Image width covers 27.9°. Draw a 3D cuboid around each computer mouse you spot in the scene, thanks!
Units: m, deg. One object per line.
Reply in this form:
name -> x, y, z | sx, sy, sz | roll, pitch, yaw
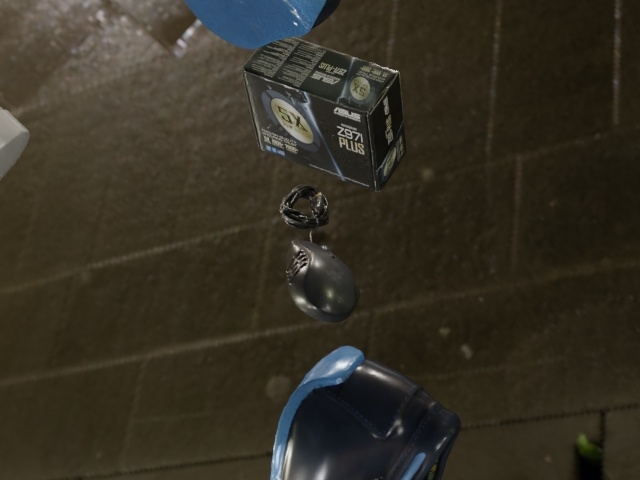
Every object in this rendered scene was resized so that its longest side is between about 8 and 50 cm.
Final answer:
computer mouse -> 0.000, 0.000, 1.225 | 0.242, 0.071, 0.041 | -101, 35, -60

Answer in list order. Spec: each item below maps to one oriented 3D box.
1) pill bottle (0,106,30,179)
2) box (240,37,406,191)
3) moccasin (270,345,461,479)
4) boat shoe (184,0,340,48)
pill bottle -> -0.492, -0.169, 1.503 | 0.161, 0.283, 0.161 | -49, 1, 1
box -> 0.006, -0.157, 1.573 | 0.180, 0.147, 0.077 | 22, 58, 22
moccasin -> 0.027, 0.233, 0.869 | 0.117, 0.342, 0.137 | 20, 43, 23
boat shoe -> -0.041, -0.222, 1.127 | 0.089, 0.109, 0.258 | -47, 33, -14
